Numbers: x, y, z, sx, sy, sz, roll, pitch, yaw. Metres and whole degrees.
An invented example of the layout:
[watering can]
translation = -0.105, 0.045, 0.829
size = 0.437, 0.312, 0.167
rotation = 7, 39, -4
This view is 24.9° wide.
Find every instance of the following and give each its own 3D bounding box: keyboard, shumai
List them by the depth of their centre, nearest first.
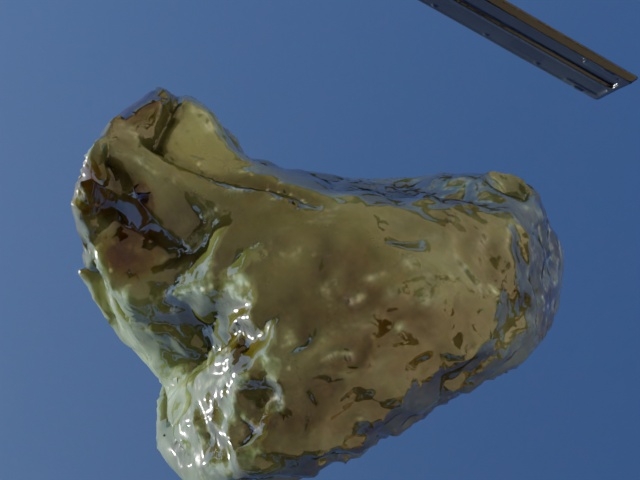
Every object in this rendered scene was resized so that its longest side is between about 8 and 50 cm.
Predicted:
[shumai]
translation = 0.000, 0.000, 0.796
size = 0.261, 0.225, 0.221
rotation = -22, -88, -6
[keyboard]
translation = 0.128, -0.156, 1.034
size = 0.202, 0.067, 0.011
rotation = 28, -104, -10
